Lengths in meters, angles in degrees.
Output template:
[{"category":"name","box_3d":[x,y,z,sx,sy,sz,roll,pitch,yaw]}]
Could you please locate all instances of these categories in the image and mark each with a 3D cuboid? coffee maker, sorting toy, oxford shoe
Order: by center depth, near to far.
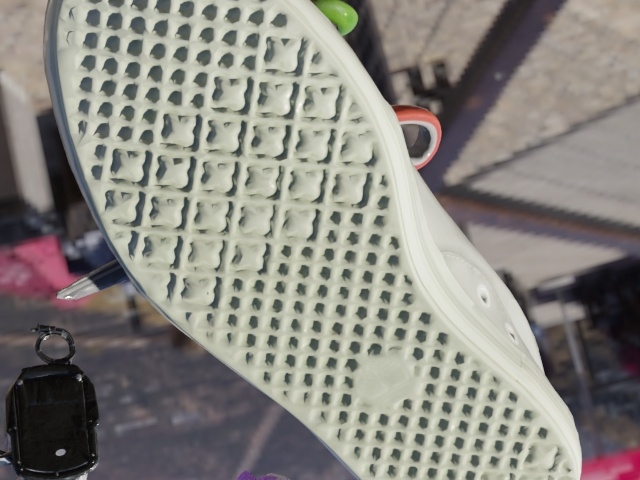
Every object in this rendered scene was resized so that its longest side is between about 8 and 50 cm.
[{"category":"oxford shoe","box_3d":[0.000,0.000,0.950,0.169,0.130,0.449,-31,121,14]},{"category":"sorting toy","box_3d":[-0.022,-0.148,1.139,0.061,0.042,0.102,-3,158,41]},{"category":"coffee maker","box_3d":[-0.303,0.206,1.936,0.120,0.171,0.178,18,162,-6]}]

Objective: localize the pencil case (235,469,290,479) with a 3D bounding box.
[{"category":"pencil case","box_3d":[0.007,0.276,1.462,0.206,0.086,0.088,24,158,40]}]

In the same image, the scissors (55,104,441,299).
[{"category":"scissors","box_3d":[-0.035,-0.028,1.052,0.297,0.021,0.109,-9,129,-43]}]
